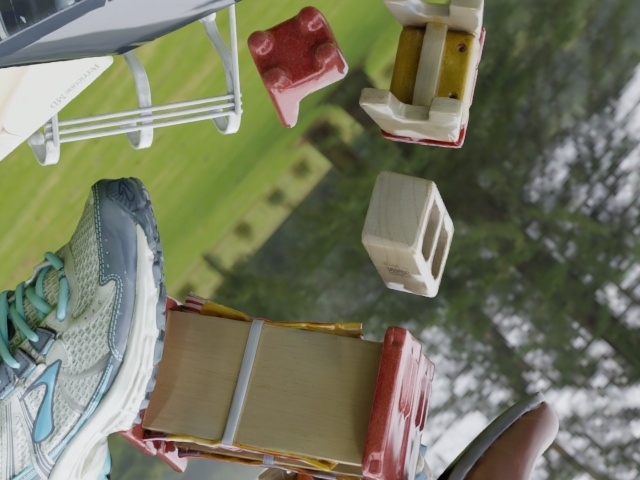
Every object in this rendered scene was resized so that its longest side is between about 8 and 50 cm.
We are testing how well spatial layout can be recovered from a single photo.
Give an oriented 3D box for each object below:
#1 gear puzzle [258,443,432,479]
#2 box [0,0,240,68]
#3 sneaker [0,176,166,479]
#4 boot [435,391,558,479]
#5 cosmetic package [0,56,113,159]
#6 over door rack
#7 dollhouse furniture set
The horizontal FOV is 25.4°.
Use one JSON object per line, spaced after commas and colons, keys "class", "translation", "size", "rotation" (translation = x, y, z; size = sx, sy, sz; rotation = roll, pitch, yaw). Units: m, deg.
{"class": "gear puzzle", "translation": [-0.030, 0.283, 1.130], "size": [0.339, 0.175, 0.044], "rotation": [-34, -166, -19]}
{"class": "box", "translation": [-0.122, -0.302, 0.875], "size": [0.343, 0.313, 0.179], "rotation": [-16, -179, 41]}
{"class": "sneaker", "translation": [-0.173, 0.081, 0.869], "size": [0.110, 0.122, 0.283], "rotation": [-107, -148, -51]}
{"class": "boot", "translation": [0.184, 0.278, 1.025], "size": [0.264, 0.280, 0.096], "rotation": [-50, 173, -33]}
{"class": "cosmetic package", "translation": [-0.323, -0.191, 1.139], "size": [0.160, 0.113, 0.309], "rotation": [-40, 151, 9]}
{"class": "over door rack", "translation": [-0.196, -0.254, 1.481], "size": [0.239, 0.108, 0.324], "rotation": [-13, 122, -29]}
{"class": "dollhouse furniture set", "translation": [0.000, 0.000, 1.082], "size": [0.152, 0.201, 0.374], "rotation": [55, 46, -69]}
